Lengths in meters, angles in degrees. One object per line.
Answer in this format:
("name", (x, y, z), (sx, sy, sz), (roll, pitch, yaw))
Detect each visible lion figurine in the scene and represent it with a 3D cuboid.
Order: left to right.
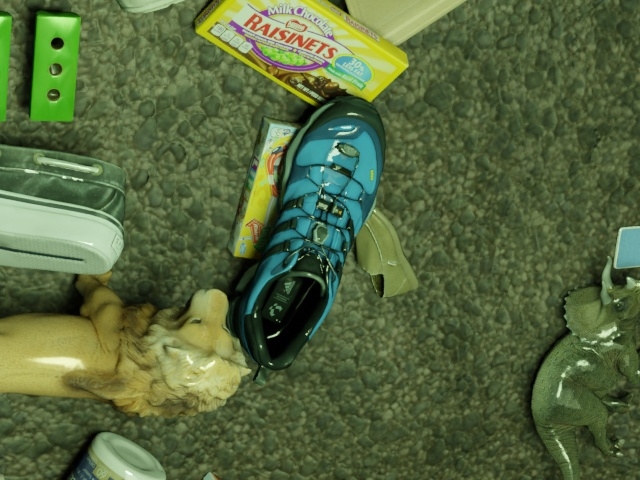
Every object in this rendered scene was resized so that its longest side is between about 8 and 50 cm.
("lion figurine", (-0.280, 0.105, 1.561), (0.392, 0.240, 0.142), (-5, 114, -19))

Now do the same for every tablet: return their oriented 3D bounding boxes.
("tablet", (0.397, 0.006, 1.924), (0.083, 0.006, 0.054), (-4, 113, -21))

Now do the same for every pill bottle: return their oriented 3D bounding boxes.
("pill bottle", (-0.252, 0.305, 1.744), (0.094, 0.094, 0.169), (29, 99, -29))

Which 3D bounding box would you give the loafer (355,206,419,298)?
("loafer", (0.063, 0.011, 1.763), (0.050, 0.056, 0.148), (-37, 121, -10))

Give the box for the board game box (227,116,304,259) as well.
("board game box", (-0.032, -0.051, 1.715), (0.103, 0.026, 0.154), (8, 109, -25))

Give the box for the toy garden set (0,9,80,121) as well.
("toy garden set", (-0.354, -0.217, 1.505), (0.244, 0.049, 0.204), (-1, 114, -21))

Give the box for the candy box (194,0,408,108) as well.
("candy box", (-0.018, -0.204, 1.632), (0.206, 0.027, 0.105), (29, 123, -29))

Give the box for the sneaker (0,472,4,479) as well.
("sneaker", (-0.395, 0.377, 1.630), (0.121, 0.302, 0.108), (9, 143, -20))

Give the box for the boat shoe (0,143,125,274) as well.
("boat shoe", (-0.352, -0.051, 1.539), (0.335, 0.119, 0.121), (12, 151, -8))

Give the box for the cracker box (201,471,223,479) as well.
("cracker box", (-0.156, 0.398, 1.787), (0.067, 0.156, 0.232), (39, 95, -30))

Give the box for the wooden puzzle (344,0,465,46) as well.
("wooden puzzle", (0.108, -0.321, 1.608), (0.221, 0.044, 0.239), (-34, 148, -5))

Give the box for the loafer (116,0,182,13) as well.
("loafer", (-0.078, -0.337, 1.532), (0.319, 0.112, 0.111), (-38, 116, -11))

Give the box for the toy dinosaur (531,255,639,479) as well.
("toy dinosaur", (0.323, 0.168, 1.921), (0.160, 0.121, 0.314), (24, 106, -16))

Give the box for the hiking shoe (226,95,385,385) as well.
("hiking shoe", (0.000, 0.000, 1.650), (0.113, 0.132, 0.304), (17, 104, -17))
